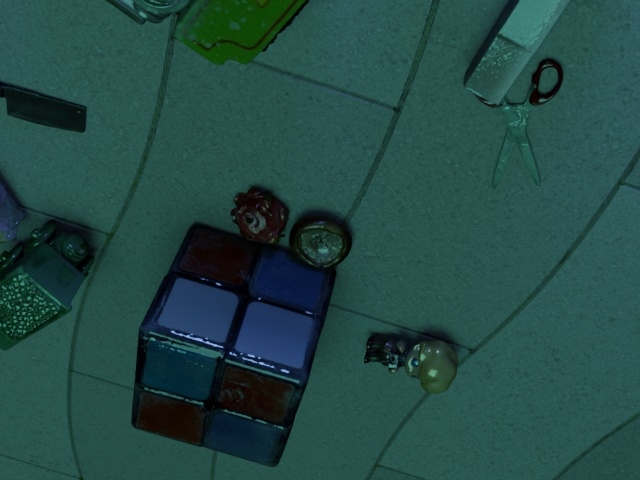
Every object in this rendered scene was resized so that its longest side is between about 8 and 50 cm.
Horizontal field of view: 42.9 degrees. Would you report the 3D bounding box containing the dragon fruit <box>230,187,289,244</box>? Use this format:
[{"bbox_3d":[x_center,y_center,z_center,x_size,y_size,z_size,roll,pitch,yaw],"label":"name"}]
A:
[{"bbox_3d":[-0.119,-0.036,1.553,0.112,0.068,0.126,15,130,0],"label":"dragon fruit"}]

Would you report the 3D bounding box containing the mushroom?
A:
[{"bbox_3d":[0.000,0.000,1.566,0.123,0.052,0.123,2,130,3],"label":"mushroom"}]

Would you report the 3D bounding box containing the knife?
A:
[{"bbox_3d":[-0.552,-0.250,1.500,0.245,0.019,0.072,16,133,-4],"label":"knife"}]

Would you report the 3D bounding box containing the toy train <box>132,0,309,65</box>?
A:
[{"bbox_3d":[-0.128,-0.412,1.170,0.248,0.173,0.307,30,130,-25],"label":"toy train"}]

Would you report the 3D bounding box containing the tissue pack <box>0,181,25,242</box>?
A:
[{"bbox_3d":[-0.759,-0.076,1.629,0.256,0.123,0.215,-6,131,19],"label":"tissue pack"}]

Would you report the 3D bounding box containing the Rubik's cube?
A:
[{"bbox_3d":[-0.172,0.207,1.611,0.313,0.316,0.318,17,131,-1],"label":"Rubik's cube"}]

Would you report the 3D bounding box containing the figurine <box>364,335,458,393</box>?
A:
[{"bbox_3d":[0.190,0.248,1.708,0.196,0.108,0.114,13,107,11],"label":"figurine"}]

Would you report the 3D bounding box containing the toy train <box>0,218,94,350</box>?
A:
[{"bbox_3d":[-0.591,0.083,1.674,0.266,0.202,0.145,-29,117,31],"label":"toy train"}]

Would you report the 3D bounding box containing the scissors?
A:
[{"bbox_3d":[0.325,-0.186,1.355,0.144,0.017,0.248,0,131,14],"label":"scissors"}]

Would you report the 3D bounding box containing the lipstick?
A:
[{"bbox_3d":[0.314,-0.345,1.173,0.068,0.066,0.317,25,128,-7],"label":"lipstick"}]

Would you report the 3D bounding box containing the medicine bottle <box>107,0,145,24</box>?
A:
[{"bbox_3d":[-0.350,-0.420,1.280,0.199,0.058,0.057,34,129,-17],"label":"medicine bottle"}]
